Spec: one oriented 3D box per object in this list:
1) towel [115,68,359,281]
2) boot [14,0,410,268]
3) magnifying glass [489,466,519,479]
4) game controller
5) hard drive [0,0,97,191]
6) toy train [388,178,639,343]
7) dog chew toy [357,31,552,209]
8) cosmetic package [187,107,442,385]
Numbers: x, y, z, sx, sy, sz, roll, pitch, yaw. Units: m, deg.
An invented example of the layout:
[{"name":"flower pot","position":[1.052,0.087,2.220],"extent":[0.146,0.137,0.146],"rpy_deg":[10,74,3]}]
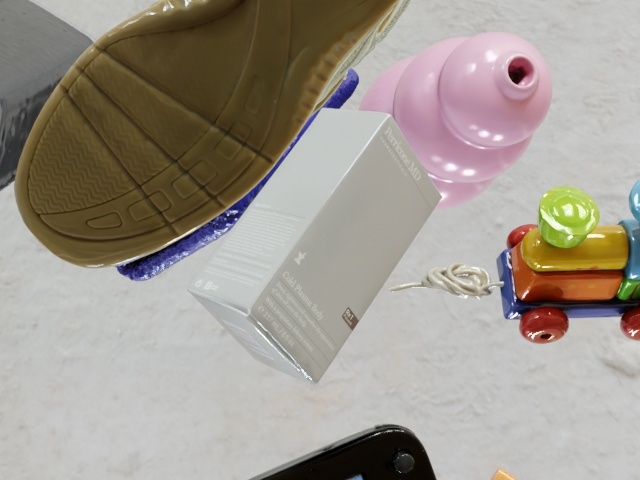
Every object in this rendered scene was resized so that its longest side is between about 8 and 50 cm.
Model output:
[{"name":"towel","position":[-0.102,-0.092,1.083],"extent":[0.227,0.308,0.076],"rpy_deg":[-29,107,42]},{"name":"boot","position":[-0.026,-0.081,0.405],"extent":[0.077,0.165,0.213],"rpy_deg":[44,99,-5]},{"name":"magnifying glass","position":[0.321,0.371,1.212],"extent":[0.231,0.026,0.092],"rpy_deg":[33,82,9]},{"name":"game controller","position":[-0.025,0.310,0.959],"extent":[0.319,0.067,0.166],"rpy_deg":[-22,95,-7]},{"name":"hard drive","position":[-0.236,-0.113,0.440],"extent":[0.254,0.172,0.054],"rpy_deg":[25,113,-3]},{"name":"toy train","position":[0.184,0.010,0.775],"extent":[0.248,0.105,0.143],"rpy_deg":[-1,148,-1]},{"name":"dog chew toy","position":[0.169,-0.155,1.157],"extent":[0.206,0.332,0.207],"rpy_deg":[2,81,-15]},{"name":"cosmetic package","position":[0.000,0.000,0.893],"extent":[0.238,0.107,0.127],"rpy_deg":[-54,130,-17]}]
